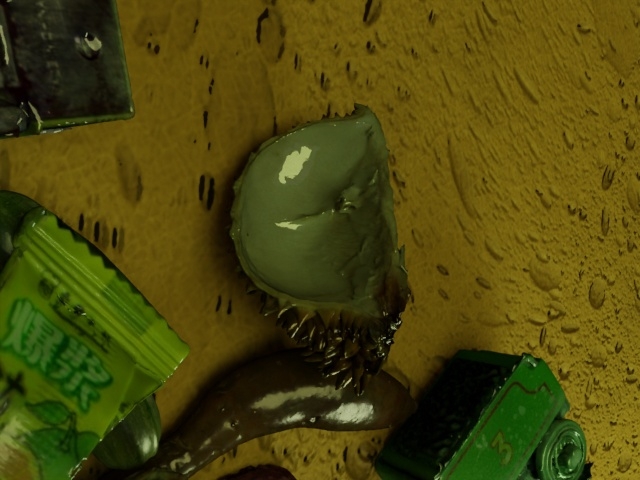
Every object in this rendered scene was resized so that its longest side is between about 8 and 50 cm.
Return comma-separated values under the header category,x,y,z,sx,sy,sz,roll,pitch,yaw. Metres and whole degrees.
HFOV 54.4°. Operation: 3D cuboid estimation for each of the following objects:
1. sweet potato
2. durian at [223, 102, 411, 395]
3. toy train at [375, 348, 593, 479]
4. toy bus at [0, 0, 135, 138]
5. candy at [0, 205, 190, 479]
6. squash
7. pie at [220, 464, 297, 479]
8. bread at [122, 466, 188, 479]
category,x,y,z,sx,sy,sz,roll,pitch,yaw
sweet potato,-0.023,0.153,0.567,0.346,0.079,0.108,-3,109,-34
durian,0.000,0.000,0.524,0.144,0.139,0.252,34,41,-41
toy train,0.191,0.241,0.713,0.243,0.132,0.188,-44,111,-25
toy bus,-0.262,-0.090,0.324,0.301,0.139,0.113,-17,106,-43
candy,-0.184,0.113,0.353,0.246,0.069,0.149,-54,128,-26
squash,-0.180,0.067,0.446,0.066,0.066,0.229,-34,115,-30
pie,-0.065,0.287,0.572,0.153,0.038,0.154,-3,94,-37
bread,-0.158,0.253,0.433,0.196,0.102,0.138,-30,144,-32
